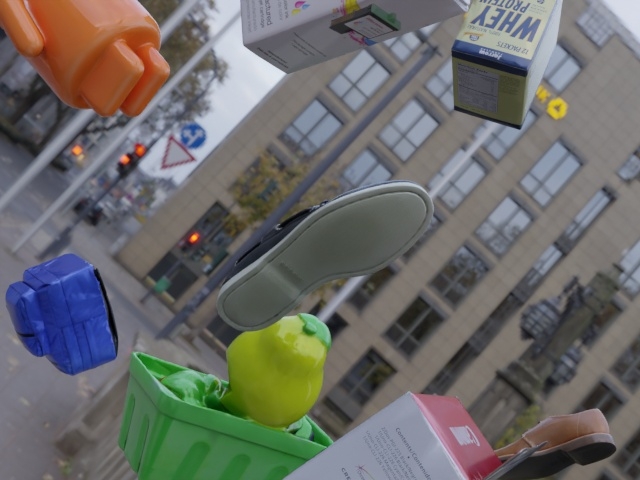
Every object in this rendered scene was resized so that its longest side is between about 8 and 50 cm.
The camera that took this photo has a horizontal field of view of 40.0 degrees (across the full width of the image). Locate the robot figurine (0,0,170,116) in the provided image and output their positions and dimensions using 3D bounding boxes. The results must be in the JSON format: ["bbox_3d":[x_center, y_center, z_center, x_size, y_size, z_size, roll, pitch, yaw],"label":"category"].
[{"bbox_3d":[-0.252,-0.224,0.897,0.219,0.158,0.128,49,-27,14],"label":"robot figurine"}]

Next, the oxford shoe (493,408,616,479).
[{"bbox_3d":[0.331,0.307,1.319,0.076,0.212,0.076,50,27,-42],"label":"oxford shoe"}]

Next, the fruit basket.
[{"bbox_3d":[-0.129,0.269,1.532,0.392,0.392,0.283,46,-10,-27],"label":"fruit basket"}]

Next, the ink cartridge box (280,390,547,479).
[{"bbox_3d":[0.125,0.278,1.086,0.130,0.272,0.309,57,9,19],"label":"ink cartridge box"}]

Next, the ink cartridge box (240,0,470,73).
[{"bbox_3d":[0.036,-0.364,1.148,0.278,0.201,0.117,-13,-17,29],"label":"ink cartridge box"}]

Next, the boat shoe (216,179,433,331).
[{"bbox_3d":[0.002,0.003,1.228,0.127,0.340,0.113,44,23,-23],"label":"boat shoe"}]

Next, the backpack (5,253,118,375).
[{"bbox_3d":[-0.282,0.088,0.965,0.098,0.101,0.120,24,-47,60],"label":"backpack"}]

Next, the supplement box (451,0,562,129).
[{"bbox_3d":[0.138,-0.143,0.651,0.056,0.083,0.083,20,-17,17],"label":"supplement box"}]
